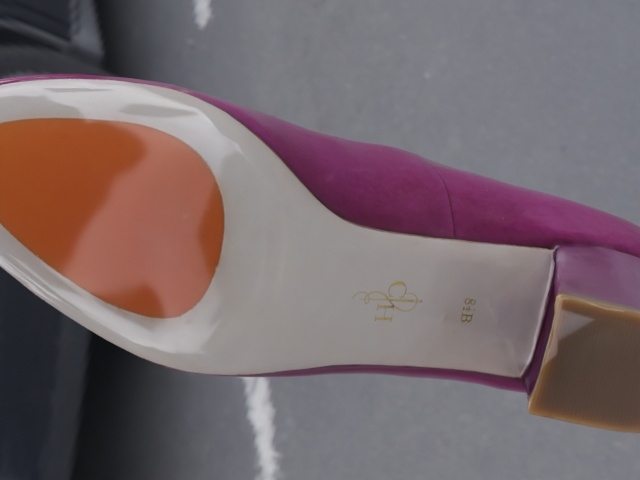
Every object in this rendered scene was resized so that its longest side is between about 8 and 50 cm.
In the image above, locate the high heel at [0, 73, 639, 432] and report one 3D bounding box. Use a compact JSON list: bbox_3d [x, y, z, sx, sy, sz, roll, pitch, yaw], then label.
[{"bbox_3d":[0.000,0.000,0.769,0.181,0.377,0.127,-78,10,-77],"label":"high heel"}]
